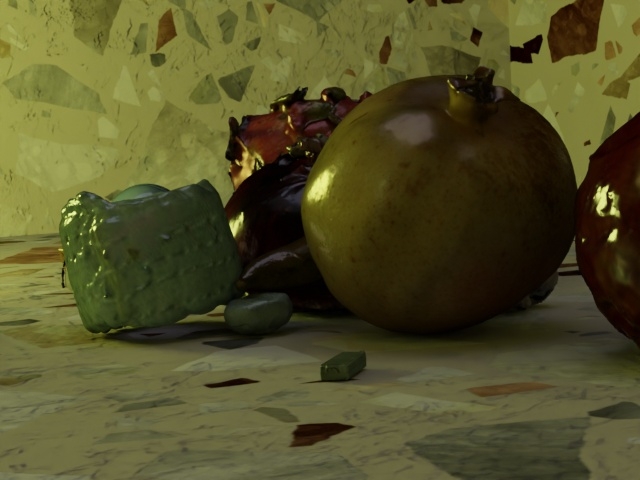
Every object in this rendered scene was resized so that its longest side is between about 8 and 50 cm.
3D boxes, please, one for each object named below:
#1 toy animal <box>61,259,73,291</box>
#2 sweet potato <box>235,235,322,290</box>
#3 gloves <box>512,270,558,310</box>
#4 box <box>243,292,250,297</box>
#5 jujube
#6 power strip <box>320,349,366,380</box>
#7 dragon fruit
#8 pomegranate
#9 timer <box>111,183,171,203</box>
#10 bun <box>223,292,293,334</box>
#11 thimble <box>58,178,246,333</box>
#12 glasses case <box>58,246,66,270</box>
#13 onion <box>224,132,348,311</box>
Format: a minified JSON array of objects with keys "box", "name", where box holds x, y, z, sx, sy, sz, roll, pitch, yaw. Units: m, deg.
[{"box":[-0.340,0.046,2.195,0.124,0.085,0.071,4,-11,20],"name":"toy animal"},{"box":[0.003,0.000,1.662,0.249,0.069,0.059,-39,-8,-19],"name":"sweet potato"},{"box":[0.233,0.040,1.714,0.144,0.110,0.094,-6,48,-32],"name":"gloves"},{"box":[-0.089,0.074,1.946,0.054,0.024,0.083,-6,5,-20],"name":"box"},{"box":[0.391,-0.012,1.328,0.276,0.276,0.377,0,-7,31],"name":"jujube"},{"box":[0.023,0.118,1.309,0.027,0.017,0.083,0,5,18],"name":"power strip"},{"box":[0.040,-0.085,2.096,0.263,0.296,0.314,-11,-10,33],"name":"dragon fruit"},{"box":[0.134,-0.048,1.526,0.319,0.319,0.319,-3,4,0],"name":"pomegranate"},{"box":[-0.340,0.003,2.486,0.175,0.175,0.255,0,34,37],"name":"timer"},{"box":[-0.072,0.087,1.612,0.083,0.045,0.083,-11,5,1],"name":"bun"},{"box":[-0.203,0.014,1.667,0.204,0.172,0.250,-13,1,15],"name":"thimble"},{"box":[-0.362,0.038,2.304,0.170,0.065,0.041,1,23,43],"name":"glasses case"},{"box":[0.018,-0.028,1.831,0.314,0.232,0.314,0,22,0],"name":"onion"}]
